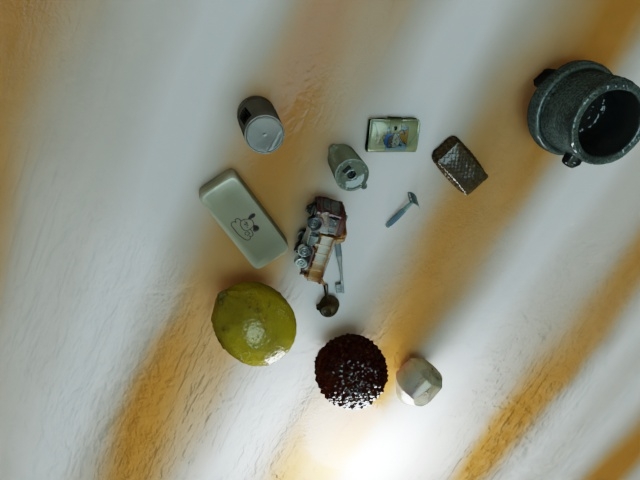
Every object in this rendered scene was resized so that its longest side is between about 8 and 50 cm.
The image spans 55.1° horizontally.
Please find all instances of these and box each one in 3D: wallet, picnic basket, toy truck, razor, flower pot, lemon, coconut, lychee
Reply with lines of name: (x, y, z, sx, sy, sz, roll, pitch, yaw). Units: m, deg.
wallet: (0.215, -0.312, 1.819, 0.155, 0.039, 0.110, -3, 121, -12)
picnic basket: (0.436, -0.229, 1.906, 0.110, 0.055, 0.193, -42, 117, 12)
toy truck: (0.000, 0.000, 1.891, 0.135, 0.114, 0.270, 11, 124, -11)
razor: (0.255, -0.088, 1.953, 0.040, 0.068, 0.135, 32, 119, -24)
flower pot: (0.758, -0.357, 1.777, 0.299, 0.283, 0.299, -7, 118, -13)
lemon: (-0.209, 0.257, 1.925, 0.253, 0.253, 0.310, -35, 122, 8)
coconut: (0.352, 0.530, 2.251, 0.171, 0.171, 0.183, 35, 99, -27)
lychee: (0.104, 0.453, 2.114, 0.264, 0.300, 0.264, 0, 77, 1)

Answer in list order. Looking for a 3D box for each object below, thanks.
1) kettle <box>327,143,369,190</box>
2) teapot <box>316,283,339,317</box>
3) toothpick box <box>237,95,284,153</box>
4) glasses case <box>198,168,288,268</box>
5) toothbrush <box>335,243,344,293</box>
kettle: (0.087, -0.213, 1.785, 0.127, 0.148, 0.098, 12, 114, -17)
teapot: (0.015, 0.202, 2.054, 0.085, 0.080, 0.110, -8, 108, 16)
toothpick box: (-0.163, -0.314, 1.654, 0.111, 0.180, 0.111, -6, 120, -11)
glasses case: (-0.227, -0.061, 1.846, 0.131, 0.070, 0.313, -31, 121, 6)
toothbrush: (0.054, 0.031, 1.987, 0.030, 0.025, 0.342, -6, 121, -3)
